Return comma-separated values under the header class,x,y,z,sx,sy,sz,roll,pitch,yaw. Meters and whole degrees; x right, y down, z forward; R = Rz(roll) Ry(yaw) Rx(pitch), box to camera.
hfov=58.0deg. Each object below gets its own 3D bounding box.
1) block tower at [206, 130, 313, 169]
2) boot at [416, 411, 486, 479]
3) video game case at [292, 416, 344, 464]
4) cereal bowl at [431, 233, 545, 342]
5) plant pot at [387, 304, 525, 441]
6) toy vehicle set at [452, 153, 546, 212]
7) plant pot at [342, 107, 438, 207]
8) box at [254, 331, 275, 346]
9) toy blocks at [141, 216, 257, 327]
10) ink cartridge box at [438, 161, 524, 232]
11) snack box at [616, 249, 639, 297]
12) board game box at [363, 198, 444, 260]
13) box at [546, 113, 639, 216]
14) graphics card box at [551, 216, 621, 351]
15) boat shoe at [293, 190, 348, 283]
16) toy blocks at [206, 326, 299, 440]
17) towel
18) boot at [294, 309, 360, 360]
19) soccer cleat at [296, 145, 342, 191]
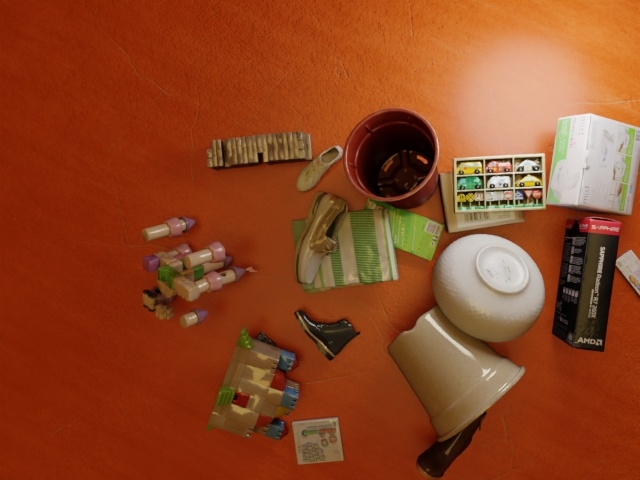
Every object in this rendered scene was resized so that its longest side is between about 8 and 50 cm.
class,x,y,z,sx,sy,sz,roll,pitch,yaw
block tower,-0.199,-0.293,1.889,0.335,0.097,0.091,-5,91,6
boot,0.398,0.604,1.751,0.090,0.248,0.207,38,111,29
video game case,-0.008,0.665,1.917,0.157,0.019,0.143,-8,90,7
cereal bowl,0.507,0.116,1.693,0.339,0.141,0.339,6,56,-9
plant pot,0.378,0.372,1.732,0.334,0.334,0.305,-42,75,6
toy vehicle set,0.534,-0.169,1.735,0.267,0.035,0.166,-2,90,6
plant pot,0.235,-0.217,1.726,0.272,0.265,0.272,-4,78,19
box,-0.200,0.358,1.937,0.067,0.018,0.083,38,95,5
toy blocks,-0.398,0.098,1.881,0.288,0.260,0.309,27,121,34
ink cartridge box,0.497,-0.133,1.803,0.234,0.088,0.193,-10,91,8
snack box,0.981,0.119,1.776,0.064,0.022,0.178,-37,86,6
board game box,0.255,-0.039,1.862,0.259,0.039,0.124,21,94,5
box,0.804,-0.215,1.691,0.231,0.127,0.262,6,93,-25
graphics card box,0.775,0.121,1.698,0.094,0.233,0.371,8,91,7
boat shoe,0.000,0.000,1.812,0.103,0.113,0.302,17,95,22
toy blocks,-0.188,0.489,1.865,0.261,0.191,0.381,20,100,-3
towel,0.077,0.033,1.867,0.325,0.038,0.248,-9,89,17
boot,0.021,0.274,1.887,0.137,0.077,0.198,-40,99,2
soccer cleat,-0.009,-0.237,1.872,0.196,0.076,0.068,-44,86,6
